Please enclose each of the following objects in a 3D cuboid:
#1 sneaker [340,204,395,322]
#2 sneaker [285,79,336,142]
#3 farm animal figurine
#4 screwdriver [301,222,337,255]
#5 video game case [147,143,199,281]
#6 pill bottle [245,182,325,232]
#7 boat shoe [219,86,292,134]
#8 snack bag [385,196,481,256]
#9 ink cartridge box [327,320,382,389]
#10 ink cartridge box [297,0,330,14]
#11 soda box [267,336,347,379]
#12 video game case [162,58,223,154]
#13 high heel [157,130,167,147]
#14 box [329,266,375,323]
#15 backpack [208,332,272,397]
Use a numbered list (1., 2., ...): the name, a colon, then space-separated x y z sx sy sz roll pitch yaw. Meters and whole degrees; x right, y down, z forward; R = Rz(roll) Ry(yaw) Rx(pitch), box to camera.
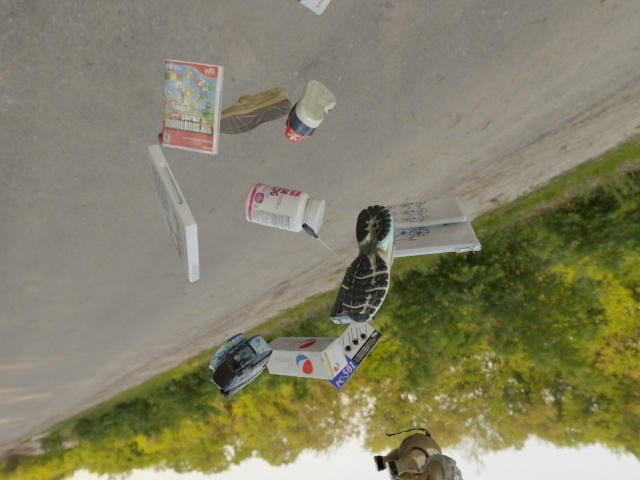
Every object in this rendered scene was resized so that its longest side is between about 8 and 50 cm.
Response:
1. sneaker: 0.136 0.065 0.990 0.110 0.282 0.122 7 163 29
2. sneaker: -0.048 -0.466 1.496 0.148 0.131 0.350 -43 -167 36
3. farm animal figurine: 0.223 0.559 0.868 0.172 0.326 0.330 -8 179 -19
4. screwdriver: 0.000 0.000 1.440 0.024 0.170 0.025 -49 -170 -3
5. video game case: -0.210 -0.034 0.593 0.019 0.143 0.157 -21 157 -25
6. pill bottle: -0.135 -0.122 1.608 0.283 0.160 0.160 12 164 8
7. boat shoe: -0.290 -0.533 1.693 0.341 0.110 0.121 -17 157 -3
8. snack bag: 0.312 -0.046 1.319 0.323 0.037 0.342 -5 -152 12
9. ink cartridge box: 0.085 0.335 1.241 0.207 0.097 0.046 -51 171 -3
10. ink cartridge box: -0.046 -0.744 1.119 0.209 0.086 0.153 8 137 -45
11. soda box: -0.044 0.284 1.007 0.216 0.073 0.069 -11 -168 41
12. video game case: -0.433 -0.447 1.386 0.204 0.285 0.025 12 -164 11
13. high heel: -0.481 -0.457 1.600 0.182 0.377 0.127 -16 124 11
14. box: 0.139 0.183 1.457 0.159 0.233 0.044 -14 128 38
15. backpack: -0.159 0.238 0.826 0.114 0.084 0.105 -21 149 -50
